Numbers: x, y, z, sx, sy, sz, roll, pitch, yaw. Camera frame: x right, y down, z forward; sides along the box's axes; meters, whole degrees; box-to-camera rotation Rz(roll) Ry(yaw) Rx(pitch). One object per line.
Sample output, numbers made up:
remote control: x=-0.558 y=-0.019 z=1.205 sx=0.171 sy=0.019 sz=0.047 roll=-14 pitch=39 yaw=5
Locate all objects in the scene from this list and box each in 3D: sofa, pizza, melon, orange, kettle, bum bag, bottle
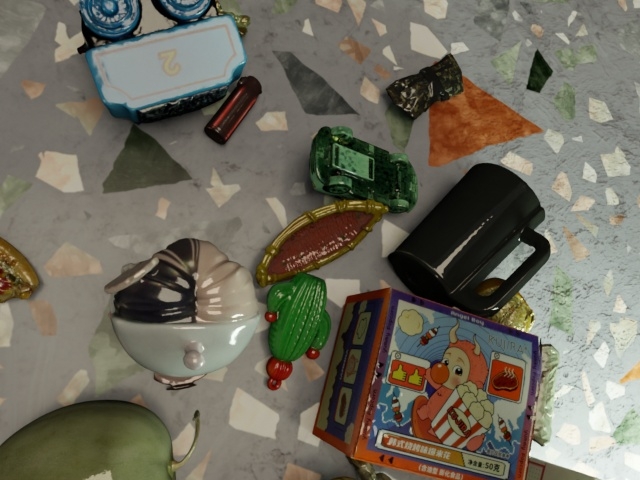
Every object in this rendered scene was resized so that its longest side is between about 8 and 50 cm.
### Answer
sofa: x=0.464 y=0.340 z=1.174 sx=0.176 sy=0.225 sz=0.210 roll=17 pitch=73 yaw=-11
pizza: x=-0.632 y=0.080 z=0.950 sx=0.188 sy=0.062 sz=0.199 roll=37 pitch=73 yaw=-6
melon: x=-0.382 y=0.394 z=0.875 sx=0.308 sy=0.272 sz=0.271 roll=0 pitch=78 yaw=15
orange: x=0.415 y=0.164 z=1.235 sx=0.156 sy=0.134 sz=0.156 roll=33 pitch=27 yaw=-20
kettle: x=0.346 y=0.015 z=1.200 sx=0.262 sy=0.203 sz=0.308 roll=43 pitch=72 yaw=13
bum bag: x=0.272 y=-0.381 z=1.323 sx=0.248 sy=0.069 sz=0.102 roll=-33 pitch=76 yaw=-22
bottle: x=-0.188 y=-0.290 z=1.163 sx=0.060 sy=0.060 sz=0.164 roll=35 pitch=71 yaw=-9

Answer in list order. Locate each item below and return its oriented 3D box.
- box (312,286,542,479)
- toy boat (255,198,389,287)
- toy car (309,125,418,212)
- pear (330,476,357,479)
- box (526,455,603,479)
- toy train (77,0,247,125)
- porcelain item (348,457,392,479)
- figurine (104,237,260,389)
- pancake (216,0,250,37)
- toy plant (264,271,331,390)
box: x=0.213 y=0.298 z=1.083 sx=0.349 sy=0.257 sz=0.318 roll=20 pitch=74 yaw=-14
toy boat: x=-0.004 y=-0.002 z=1.135 sx=0.318 sy=0.099 sz=0.141 roll=-30 pitch=124 yaw=-12
toy car: x=0.088 y=-0.144 z=1.192 sx=0.306 sy=0.125 sz=0.136 roll=15 pitch=70 yaw=-38
pear: x=0.063 y=0.586 z=0.988 sx=0.271 sy=0.271 sz=0.271 roll=3 pitch=79 yaw=-17
box: x=0.434 y=0.552 z=1.068 sx=0.095 sy=0.330 sz=0.210 roll=24 pitch=74 yaw=-12
toy train: x=-0.319 y=-0.378 z=1.054 sx=0.300 sy=0.188 sz=0.265 roll=-20 pitch=98 yaw=-13
porcelain item: x=0.133 y=0.541 z=1.120 sx=0.084 sy=0.054 sz=0.213 roll=-32 pitch=90 yaw=-22
figurine: x=-0.224 y=0.134 z=0.923 sx=0.253 sy=0.361 sz=0.211 roll=-16 pitch=75 yaw=-24
pancake: x=-0.307 y=-0.589 z=1.182 sx=0.197 sy=0.054 sz=0.376 roll=-44 pitch=97 yaw=-14
toy plant: x=-0.045 y=0.184 z=1.104 sx=0.155 sy=0.088 sz=0.240 roll=-10 pitch=106 yaw=-33
